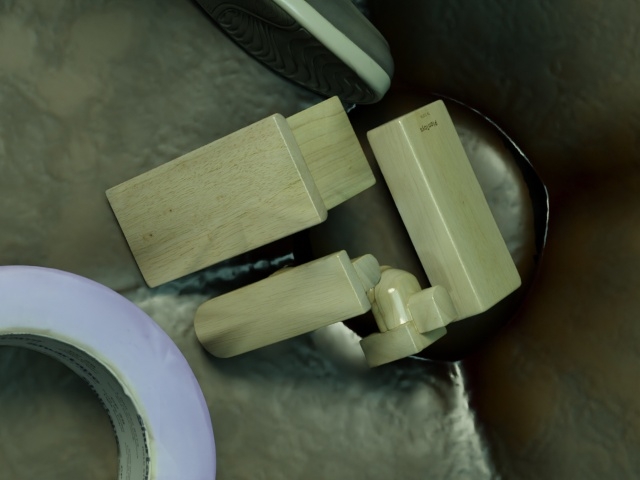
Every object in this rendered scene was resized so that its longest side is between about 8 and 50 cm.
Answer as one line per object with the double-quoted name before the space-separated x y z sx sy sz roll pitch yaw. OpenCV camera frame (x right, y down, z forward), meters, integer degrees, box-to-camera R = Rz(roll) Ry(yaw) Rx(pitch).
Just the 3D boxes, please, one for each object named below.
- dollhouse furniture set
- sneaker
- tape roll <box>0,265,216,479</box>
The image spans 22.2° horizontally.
"dollhouse furniture set" 0.000 0.000 0.886 0.151 0.123 0.144 -30 97 -53
"sneaker" -0.025 -0.179 0.875 0.222 0.083 0.118 41 72 -8
"tape roll" -0.151 0.110 0.794 0.189 0.080 0.189 3 81 -18
